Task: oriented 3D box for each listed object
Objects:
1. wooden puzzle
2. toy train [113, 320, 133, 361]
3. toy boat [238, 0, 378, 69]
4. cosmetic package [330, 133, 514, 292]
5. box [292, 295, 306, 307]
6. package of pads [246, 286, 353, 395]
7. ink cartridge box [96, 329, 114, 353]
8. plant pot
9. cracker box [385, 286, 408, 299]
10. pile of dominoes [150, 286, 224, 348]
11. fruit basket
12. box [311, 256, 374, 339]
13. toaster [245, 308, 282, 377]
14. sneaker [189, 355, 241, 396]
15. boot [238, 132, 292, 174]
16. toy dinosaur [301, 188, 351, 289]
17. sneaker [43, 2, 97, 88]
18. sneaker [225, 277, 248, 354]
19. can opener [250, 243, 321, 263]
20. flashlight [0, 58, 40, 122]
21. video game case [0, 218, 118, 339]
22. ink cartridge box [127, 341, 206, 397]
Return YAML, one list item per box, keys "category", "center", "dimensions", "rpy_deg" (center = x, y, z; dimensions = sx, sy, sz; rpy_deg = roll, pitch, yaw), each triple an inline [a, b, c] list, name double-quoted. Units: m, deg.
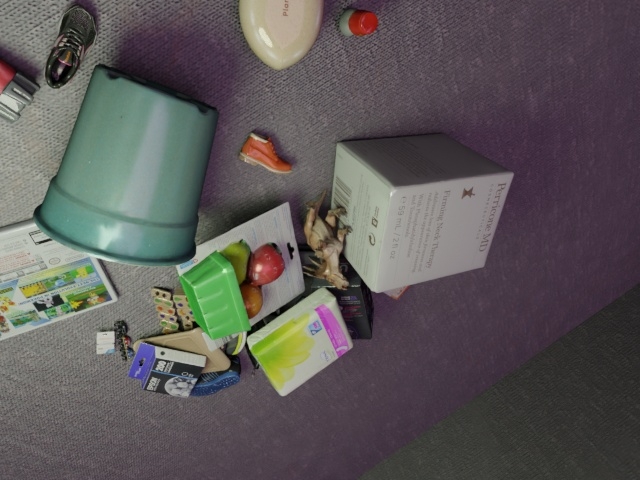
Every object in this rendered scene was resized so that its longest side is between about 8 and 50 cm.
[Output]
- category: "wooden puzzle"
  center: [-0.440, 0.363, 1.401]
  dimensions: [0.238, 0.044, 0.221]
  rpy_deg: [-15, 131, 12]
- category: "toy train"
  center: [-0.600, 0.309, 1.332]
  dimensions: [0.036, 0.027, 0.159]
  rpy_deg: [-15, 127, -30]
- category: "toy boat"
  center: [-0.029, -0.523, 0.997]
  dimensions: [0.317, 0.148, 0.268]
  rpy_deg: [3, 115, -19]
- category: "cosmetic package"
  center: [0.271, -0.101, 1.293]
  dimensions: [0.392, 0.327, 0.330]
  rpy_deg: [-10, 125, -21]
- category: "box"
  center: [-0.093, 0.308, 1.524]
  dimensions: [0.036, 0.114, 0.207]
  rpy_deg: [28, 105, -37]
- category: "package of pads"
  center: [-0.055, 0.318, 1.355]
  dimensions: [0.296, 0.101, 0.229]
  rpy_deg: [-32, 126, -15]
- category: "ink cartridge box"
  center: [-0.642, 0.297, 1.300]
  dimensions: [0.048, 0.028, 0.084]
  rpy_deg: [1, 121, -27]
- category: "plant pot"
  center: [-0.390, -0.168, 0.940]
  dimensions: [0.340, 0.341, 0.335]
  rpy_deg: [12, 107, -32]
- category: "cracker box"
  center: [0.249, 0.105, 1.588]
  dimensions: [0.232, 0.067, 0.156]
  rpy_deg: [32, 103, -38]
- category: "pile of dominoes"
  center: [-0.406, 0.250, 1.329]
  dimensions: [0.195, 0.040, 0.252]
  rpy_deg: [2, 124, 1]
- category: "fruit basket"
  center: [-0.208, 0.096, 1.222]
  dimensions: [0.353, 0.165, 0.327]
  rpy_deg: [-35, 130, -33]
- category: "box"
  center: [0.084, 0.199, 1.484]
  dimensions: [0.165, 0.144, 0.271]
  rpy_deg: [-3, 130, 14]
- category: "toaster"
  center: [-0.180, 0.328, 1.459]
  dimensions: [0.110, 0.168, 0.186]
  rpy_deg: [9, 116, -33]
- category: "sneaker"
  center: [-0.376, 0.475, 1.527]
  dimensions: [0.232, 0.091, 0.081]
  rpy_deg: [-21, 133, 15]
- category: "boot"
  center: [-0.135, -0.233, 1.179]
  dimensions: [0.157, 0.059, 0.085]
  rpy_deg: [18, 107, -33]
- category: "toy dinosaur"
  center: [0.000, 0.000, 1.306]
  dimensions: [0.126, 0.296, 0.200]
  rpy_deg: [-8, 156, -19]
- category: "sneaker"
  center: [-0.505, -0.382, 0.881]
  dimensions: [0.071, 0.077, 0.178]
  rpy_deg: [17, 112, -35]
- category: "sneaker"
  center: [-0.294, 0.244, 1.403]
  dimensions: [0.121, 0.111, 0.300]
  rpy_deg: [4, 117, -12]
- category: "can opener"
  center: [-0.101, 0.031, 1.358]
  dimensions: [0.280, 0.074, 0.093]
  rpy_deg: [7, 119, -29]
- category: "flashlight"
  center: [-0.694, -0.347, 0.796]
  dimensions: [0.103, 0.103, 0.304]
  rpy_deg: [-45, 131, 11]
- category: "video game case"
  center: [-0.741, 0.095, 1.112]
  dimensions: [0.328, 0.036, 0.300]
  rpy_deg: [-19, 127, -15]
- category: "ink cartridge box"
  center: [-0.494, 0.417, 1.384]
  dimensions: [0.208, 0.045, 0.206]
  rpy_deg: [19, 127, -18]
